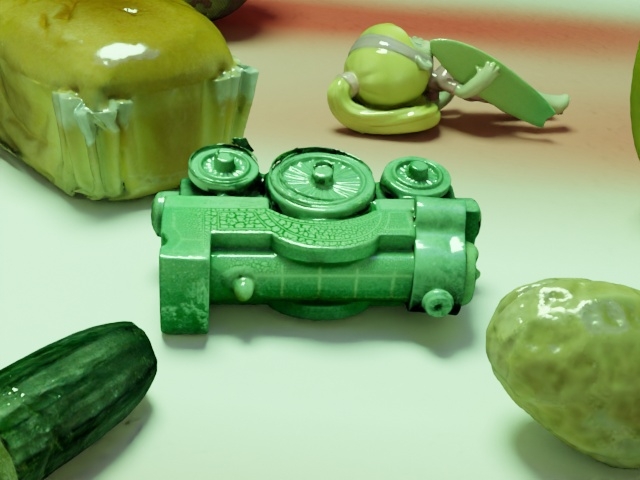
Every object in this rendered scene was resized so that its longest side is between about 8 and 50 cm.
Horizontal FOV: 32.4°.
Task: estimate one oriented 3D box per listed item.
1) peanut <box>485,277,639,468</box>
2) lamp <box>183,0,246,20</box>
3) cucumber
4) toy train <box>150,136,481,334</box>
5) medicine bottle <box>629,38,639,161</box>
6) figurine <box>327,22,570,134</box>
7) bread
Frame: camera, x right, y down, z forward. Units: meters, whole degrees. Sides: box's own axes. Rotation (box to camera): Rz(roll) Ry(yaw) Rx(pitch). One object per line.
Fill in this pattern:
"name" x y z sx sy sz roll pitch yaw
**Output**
"peanut" 0.156 0.065 0.477 0.174 0.080 0.080 14 28 5
"lamp" -0.157 -0.265 0.955 0.258 0.180 0.180 -10 31 -25
"cucumber" -0.103 0.064 0.458 0.048 0.048 0.105 21 29 27
"toy train" 0.000 0.000 0.575 0.178 0.071 0.104 1 36 -5
"medicine bottle" 0.390 -0.066 0.607 0.384 0.224 0.224 28 35 36
"figurine" 0.096 -0.110 0.819 0.187 0.083 0.083 9 25 -21
"bread" -0.159 -0.117 0.731 0.136 0.107 0.241 -20 36 -35
